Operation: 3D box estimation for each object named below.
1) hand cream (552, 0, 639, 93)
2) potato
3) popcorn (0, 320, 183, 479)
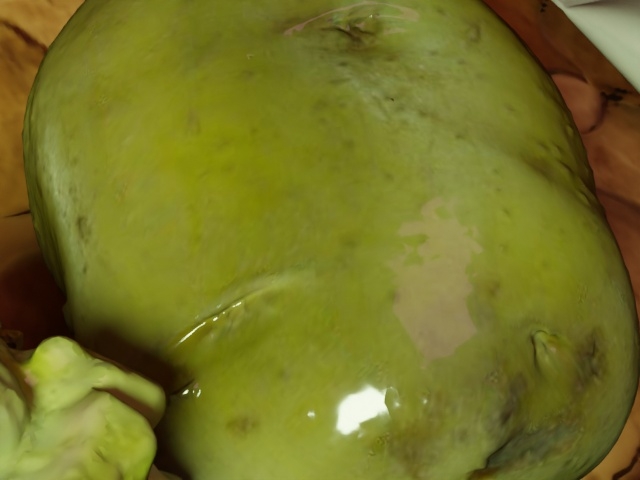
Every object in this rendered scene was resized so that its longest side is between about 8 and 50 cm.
[{"bbox_3d":[0.209,-0.034,0.764,0.133,0.083,0.248,-20,60,-42],"label":"hand cream"},{"bbox_3d":[0.001,-0.003,0.561,0.154,0.137,0.200,0,51,-41],"label":"potato"},{"bbox_3d":[-0.093,0.082,0.455,0.126,0.125,0.145,41,59,-12],"label":"popcorn"}]
